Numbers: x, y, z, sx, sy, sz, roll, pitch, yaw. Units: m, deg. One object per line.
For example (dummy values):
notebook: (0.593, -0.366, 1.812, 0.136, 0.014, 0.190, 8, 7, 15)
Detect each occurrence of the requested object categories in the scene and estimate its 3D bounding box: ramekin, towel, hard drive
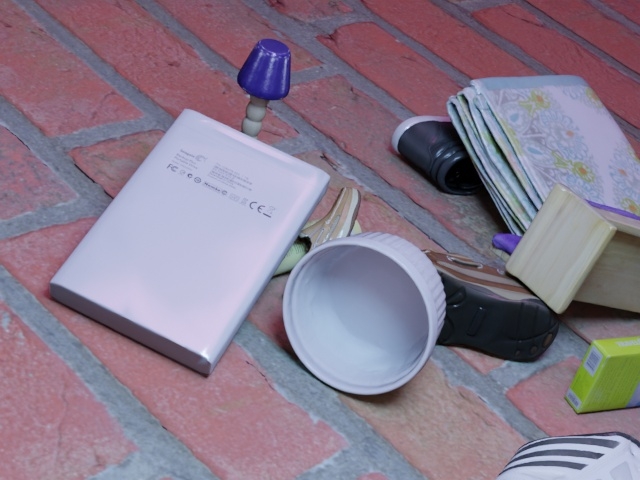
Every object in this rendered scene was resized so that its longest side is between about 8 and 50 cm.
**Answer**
ramekin: (0.065, 0.086, 1.732, 0.207, 0.207, 0.109, 30, 25, 14)
towel: (0.401, -0.128, 2.226, 0.374, 0.090, 0.321, -8, 64, -43)
hard drive: (-0.165, -0.008, 1.776, 0.233, 0.047, 0.353, 26, 52, 8)

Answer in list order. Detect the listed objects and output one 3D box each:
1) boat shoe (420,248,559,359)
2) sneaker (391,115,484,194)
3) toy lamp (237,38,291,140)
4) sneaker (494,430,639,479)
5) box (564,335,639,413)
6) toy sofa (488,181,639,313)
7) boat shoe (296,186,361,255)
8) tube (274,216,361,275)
boat shoe: (0.178, 0.076, 1.894, 0.324, 0.123, 0.120, 20, 27, -16)
sneaker: (0.275, -0.150, 2.284, 0.295, 0.105, 0.147, -11, 47, -33)
toy lamp: (-0.103, -0.160, 1.924, 0.080, 0.275, 0.080, 15, 32, -10)
sneaker: (0.409, 0.351, 1.534, 0.447, 0.169, 0.257, 25, 41, 11)
box: (0.438, 0.184, 1.869, 0.178, 0.109, 0.042, -2, 37, -31)
toy sofa: (0.433, 0.018, 1.988, 0.362, 0.150, 0.177, 12, 27, -44)
boat shoe: (0.000, 0.000, 1.872, 0.072, 0.068, 0.190, 21, 63, -2)
tube: (-0.051, 0.012, 1.910, 0.240, 0.062, 0.070, -15, 11, -37)
